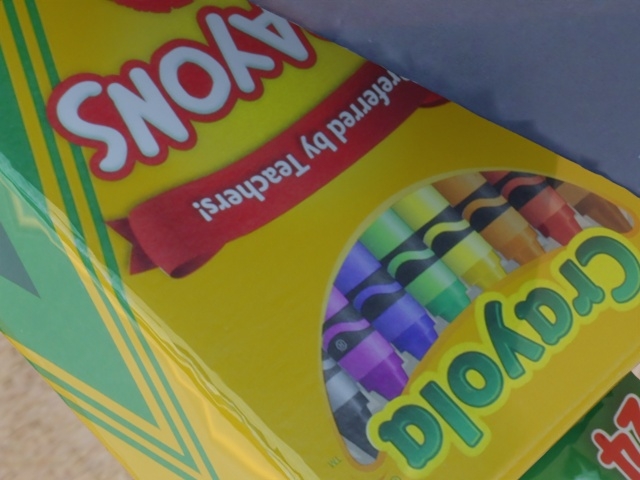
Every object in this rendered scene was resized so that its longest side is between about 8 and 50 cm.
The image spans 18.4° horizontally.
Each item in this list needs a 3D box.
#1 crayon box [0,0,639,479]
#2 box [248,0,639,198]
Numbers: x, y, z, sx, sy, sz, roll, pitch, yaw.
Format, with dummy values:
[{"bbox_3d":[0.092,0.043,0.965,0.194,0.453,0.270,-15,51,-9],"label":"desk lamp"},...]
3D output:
[{"bbox_3d":[0.000,0.000,0.699,0.318,0.202,0.081,46,143,7],"label":"crayon box"},{"bbox_3d":[0.073,-0.217,0.528,0.312,0.179,0.343,26,137,-15],"label":"box"}]
